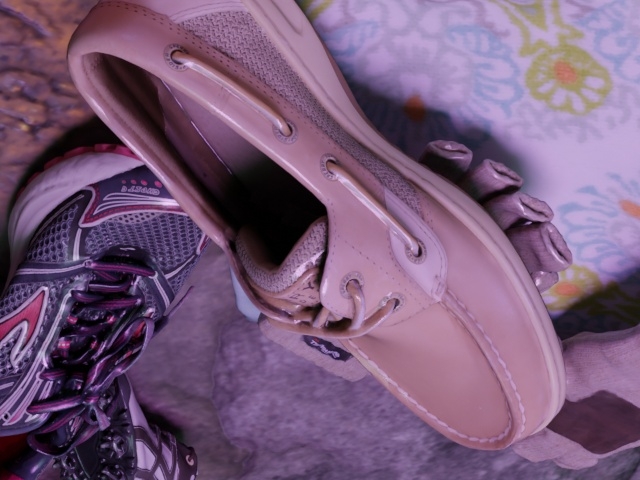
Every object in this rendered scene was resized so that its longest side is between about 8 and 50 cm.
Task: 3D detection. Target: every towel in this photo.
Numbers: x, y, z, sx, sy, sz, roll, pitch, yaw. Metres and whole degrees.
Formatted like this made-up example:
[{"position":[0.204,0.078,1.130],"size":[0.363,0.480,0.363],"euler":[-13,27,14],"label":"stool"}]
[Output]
[{"position":[0.102,-0.067,0.828],"size":[0.320,0.090,0.374],"euler":[5,143,7],"label":"towel"}]

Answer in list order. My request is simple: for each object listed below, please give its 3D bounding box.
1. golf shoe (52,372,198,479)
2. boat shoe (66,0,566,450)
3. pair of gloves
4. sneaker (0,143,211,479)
[{"position":[-0.135,0.149,1.133],"size":[0.077,0.094,0.198],"euler":[14,126,27],"label":"golf shoe"},{"position":[0.000,0.000,0.746],"size":[0.109,0.098,0.302],"euler":[-20,117,42],"label":"boat shoe"},{"position":[0.110,0.046,0.874],"size":[0.240,0.042,0.204],"euler":[25,145,-14],"label":"pair of gloves"},{"position":[-0.143,0.054,0.964],"size":[0.121,0.112,0.299],"euler":[14,135,-31],"label":"sneaker"}]
